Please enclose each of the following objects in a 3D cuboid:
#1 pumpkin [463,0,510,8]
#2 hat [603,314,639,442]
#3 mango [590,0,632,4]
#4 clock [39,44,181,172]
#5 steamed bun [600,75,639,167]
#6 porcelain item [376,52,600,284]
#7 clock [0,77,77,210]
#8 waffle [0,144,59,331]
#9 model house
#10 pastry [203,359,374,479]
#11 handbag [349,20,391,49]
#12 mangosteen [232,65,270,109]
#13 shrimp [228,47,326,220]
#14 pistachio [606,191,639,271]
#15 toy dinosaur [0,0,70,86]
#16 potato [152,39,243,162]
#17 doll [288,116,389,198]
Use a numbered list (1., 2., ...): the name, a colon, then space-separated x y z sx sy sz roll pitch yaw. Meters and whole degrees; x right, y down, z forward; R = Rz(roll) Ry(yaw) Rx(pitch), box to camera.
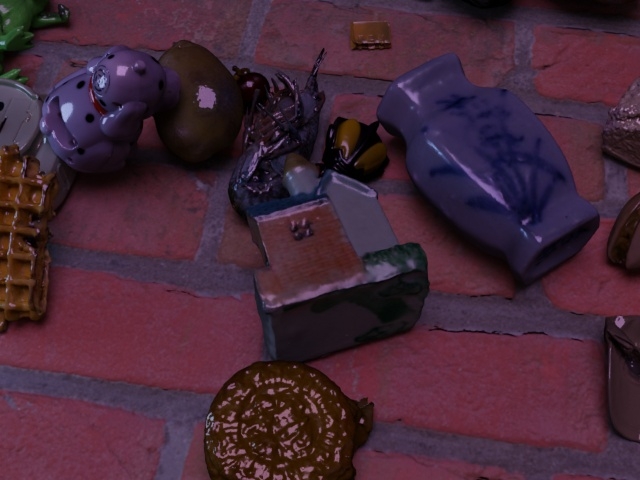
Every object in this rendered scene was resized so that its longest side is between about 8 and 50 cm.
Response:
1. pumpkin: 0.321 -0.570 1.824 0.162 0.220 0.220 -42 65 -6
2. hat: 0.511 0.217 1.434 0.166 0.144 0.173 12 103 6
3. mango: 0.513 -0.609 1.839 0.384 0.221 0.199 38 103 12
4. clock: -0.346 -0.243 1.549 0.189 0.254 0.189 19 59 -34
5. steamed bun: 0.638 -0.248 1.647 0.200 0.170 0.225 22 60 20
6. porcelain item: 0.285 -0.127 1.575 0.242 0.178 0.405 -29 65 -16
7. clock: -0.599 -0.183 1.669 0.324 0.108 0.265 8 59 6
8. waffle: -0.538 -0.009 1.519 0.283 0.065 0.309 -41 81 4
9. model house: 0.000 0.000 1.499 0.267 0.194 0.325 -15 56 -9
10. pastry: -0.055 0.294 1.348 0.235 0.132 0.240 15 61 12
11. handbag: 0.101 -0.415 1.845 0.083 0.027 0.061 0 58 0
12. mangosteen: -0.136 -0.289 1.741 0.081 0.081 0.081 -1 58 1
13. shrimp: -0.066 -0.208 1.632 0.137 0.172 0.372 16 74 -11
14. pistachio: 0.567 -0.022 1.546 0.185 0.124 0.124 -43 65 -4
15. toy dinosaur: -0.727 -0.445 1.820 0.500 0.144 0.374 -13 54 -12
16. potato: -0.232 -0.263 1.672 0.174 0.159 0.251 -28 66 9
17. doll: 0.044 -0.131 1.637 0.088 0.127 0.248 7 48 45
